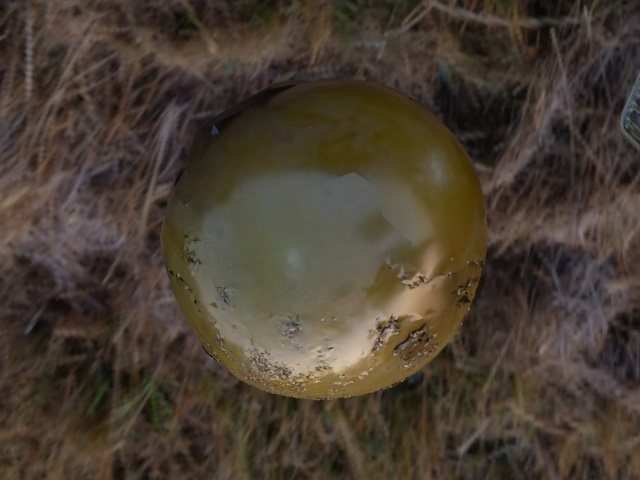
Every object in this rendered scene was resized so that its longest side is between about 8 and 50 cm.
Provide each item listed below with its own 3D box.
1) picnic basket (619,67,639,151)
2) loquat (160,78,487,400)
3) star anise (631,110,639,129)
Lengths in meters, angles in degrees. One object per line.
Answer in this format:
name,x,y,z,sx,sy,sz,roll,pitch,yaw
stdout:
picnic basket,0.468,-0.194,1.496,0.175,0.228,0.313,0,124,-27
loquat,0.000,0.000,1.025,0.235,0.235,0.235,5,116,11
star anise,0.278,-0.052,1.092,0.056,0.129,0.124,-40,86,10
